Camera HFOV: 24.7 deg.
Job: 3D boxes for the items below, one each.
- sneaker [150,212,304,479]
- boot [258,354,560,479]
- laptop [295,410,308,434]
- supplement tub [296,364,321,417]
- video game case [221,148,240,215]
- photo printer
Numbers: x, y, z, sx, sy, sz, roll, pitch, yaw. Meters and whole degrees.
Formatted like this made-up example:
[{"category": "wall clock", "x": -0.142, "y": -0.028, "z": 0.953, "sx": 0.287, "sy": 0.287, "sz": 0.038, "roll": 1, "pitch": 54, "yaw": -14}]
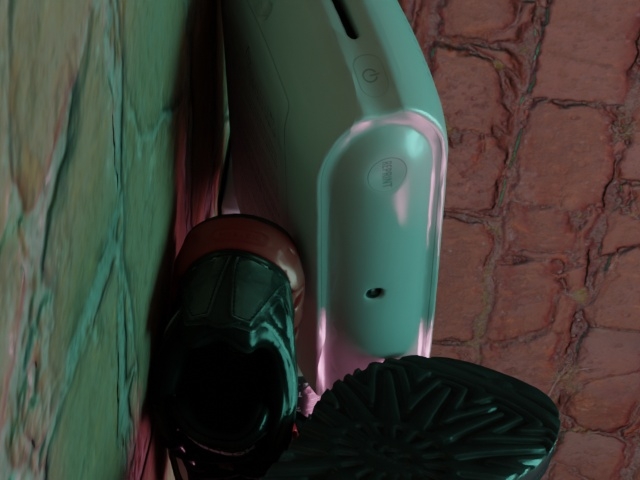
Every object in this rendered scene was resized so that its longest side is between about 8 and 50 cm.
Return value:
[{"category": "sneaker", "x": -0.063, "y": 0.125, "z": 0.979, "sx": 0.135, "sy": 0.097, "sz": 0.276, "roll": -81, "pitch": 175, "yaw": -58}, {"category": "boot", "x": 0.001, "y": 0.330, "z": 0.989, "sx": 0.367, "sy": 0.146, "sz": 0.445, "roll": -26, "pitch": 133, "yaw": -55}, {"category": "laptop", "x": -0.023, "y": 0.284, "z": 1.346, "sx": 0.136, "sy": 0.264, "sz": 0.234, "roll": -55, "pitch": -171, "yaw": 21}, {"category": "supplement tub", "x": -0.037, "y": 0.186, "z": 1.602, "sx": 0.117, "sy": 0.117, "sz": 0.190, "roll": -81, "pitch": 177, "yaw": -55}, {"category": "video game case", "x": -0.067, "y": -0.051, "z": 1.346, "sx": 0.212, "sy": 0.023, "sz": 0.193, "roll": 95, "pitch": 2, "yaw": -58}, {"category": "photo printer", "x": 0.004, "y": -0.071, "z": 1.041, "sx": 0.307, "sy": 0.107, "sz": 0.256, "roll": 89, "pitch": -17, "yaw": -48}]
